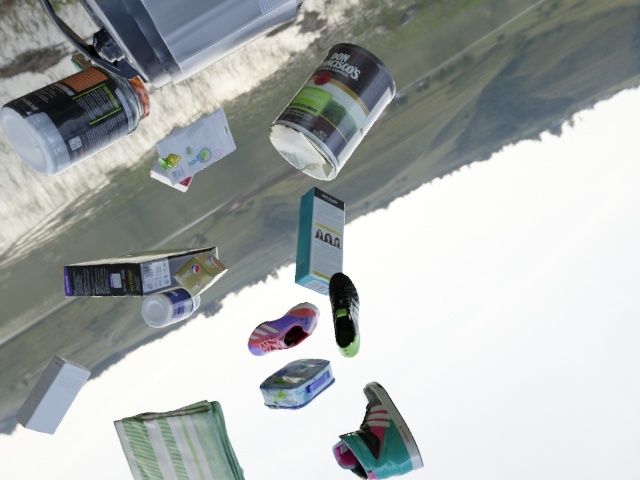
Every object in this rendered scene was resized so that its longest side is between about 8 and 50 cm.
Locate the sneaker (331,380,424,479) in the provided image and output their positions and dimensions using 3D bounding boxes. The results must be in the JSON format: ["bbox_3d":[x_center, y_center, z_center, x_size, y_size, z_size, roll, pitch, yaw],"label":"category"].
[{"bbox_3d":[0.108,0.462,1.283,0.179,0.123,0.295,-20,-159,-8],"label":"sneaker"}]

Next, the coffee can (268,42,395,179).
[{"bbox_3d":[0.030,-0.317,1.332,0.275,0.202,0.202,-56,-165,-16],"label":"coffee can"}]

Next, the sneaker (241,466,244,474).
[{"bbox_3d":[-0.257,0.699,1.406,0.115,0.090,0.232,-28,-137,38],"label":"sneaker"}]

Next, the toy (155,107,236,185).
[{"bbox_3d":[-0.366,-0.275,1.551,0.056,0.136,0.237,19,-133,38],"label":"toy"}]

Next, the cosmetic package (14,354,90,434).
[{"bbox_3d":[-0.888,0.514,1.787,0.086,0.117,0.231,16,-111,37],"label":"cosmetic package"}]

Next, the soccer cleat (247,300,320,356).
[{"bbox_3d":[-0.132,0.310,1.721,0.318,0.109,0.116,-34,-156,30],"label":"soccer cleat"}]

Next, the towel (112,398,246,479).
[{"bbox_3d":[-0.240,0.408,0.939,0.325,0.247,0.038,-22,177,40],"label":"towel"}]

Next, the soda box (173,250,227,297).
[{"bbox_3d":[-0.246,0.067,1.119,0.058,0.061,0.181,-43,-177,1],"label":"soda box"}]

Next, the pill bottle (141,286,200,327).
[{"bbox_3d":[-0.413,0.181,1.508,0.094,0.094,0.169,-30,175,19],"label":"pill bottle"}]

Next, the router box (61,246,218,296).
[{"bbox_3d":[-0.446,0.076,1.371,0.243,0.080,0.309,-3,-175,24],"label":"router box"}]

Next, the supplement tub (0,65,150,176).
[{"bbox_3d":[-0.637,-0.331,1.430,0.207,0.207,0.338,-22,-163,51],"label":"supplement tub"}]

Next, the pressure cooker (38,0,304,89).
[{"bbox_3d":[-0.274,-0.476,0.927,0.421,0.369,0.375,-33,-156,-4],"label":"pressure cooker"}]

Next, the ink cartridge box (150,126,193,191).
[{"bbox_3d":[-0.472,-0.271,1.798,0.072,0.128,0.175,-27,-140,67],"label":"ink cartridge box"}]

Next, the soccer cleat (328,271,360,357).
[{"bbox_3d":[0.046,0.135,1.030,0.060,0.178,0.072,-12,150,8],"label":"soccer cleat"}]

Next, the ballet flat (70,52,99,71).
[{"bbox_3d":[-0.689,-0.519,1.620,0.067,0.206,0.073,-38,148,-13],"label":"ballet flat"}]

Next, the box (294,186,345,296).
[{"bbox_3d":[0.000,0.000,1.268,0.060,0.101,0.244,-32,-136,42],"label":"box"}]

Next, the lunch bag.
[{"bbox_3d":[-0.067,0.444,1.667,0.176,0.090,0.219,-10,-172,36],"label":"lunch bag"}]
